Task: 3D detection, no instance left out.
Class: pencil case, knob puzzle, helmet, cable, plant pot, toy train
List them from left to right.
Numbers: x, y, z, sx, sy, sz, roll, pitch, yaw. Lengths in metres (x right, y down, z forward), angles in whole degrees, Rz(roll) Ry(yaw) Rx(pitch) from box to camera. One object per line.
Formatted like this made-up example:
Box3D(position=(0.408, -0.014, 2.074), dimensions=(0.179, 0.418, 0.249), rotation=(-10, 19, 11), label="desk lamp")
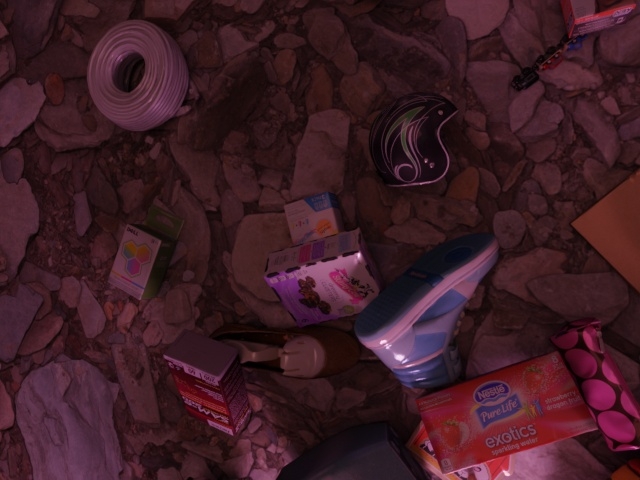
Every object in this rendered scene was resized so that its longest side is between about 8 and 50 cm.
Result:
Box3D(position=(-0.444, -0.394, 1.044), dimensions=(0.257, 0.089, 0.257), rotation=(-24, 82, 16), label="cable")
Box3D(position=(0.075, 0.486, 0.793), dimensions=(0.252, 0.247, 0.248), rotation=(-39, 78, -1), label="plant pot")
Box3D(position=(0.175, -0.191, 0.806), dimensions=(0.169, 0.169, 0.162), rotation=(-6, 104, 17), label="helmet")
Box3D(position=(0.283, 0.384, 0.829), dimensions=(0.213, 0.030, 0.213), rotation=(-1, 88, 18), label="knob puzzle")
Box3D(position=(0.427, -0.336, 0.798), dimensions=(0.158, 0.027, 0.036), rotation=(-40, 80, 13), label="toy train")
Box3D(position=(0.474, 0.236, 0.720), dimensions=(0.209, 0.095, 0.098), rotation=(65, 150, 15), label="pencil case")

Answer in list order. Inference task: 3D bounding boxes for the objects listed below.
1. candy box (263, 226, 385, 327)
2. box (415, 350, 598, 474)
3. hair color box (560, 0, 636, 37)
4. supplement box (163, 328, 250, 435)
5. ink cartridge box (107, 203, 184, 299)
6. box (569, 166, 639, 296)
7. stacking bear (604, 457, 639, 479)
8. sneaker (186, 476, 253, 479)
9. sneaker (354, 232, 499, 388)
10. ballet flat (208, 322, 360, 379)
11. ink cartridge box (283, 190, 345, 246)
Box3D(position=(0.014, 0.079, 0.853), dimensions=(0.196, 0.070, 0.165), rotation=(-17, 127, 17), label="candy box")
Box3D(position=(0.312, 0.297, 0.754), dimensions=(0.256, 0.122, 0.128), rotation=(-24, 67, 13), label="box")
Box3D(position=(0.474, -0.453, 0.757), dimensions=(0.093, 0.053, 0.167), rotation=(-9, 76, 17), label="hair color box")
Box3D(position=(-0.230, 0.302, 0.903), dimensions=(0.130, 0.073, 0.240), rotation=(15, 134, 18), label="supplement box")
Box3D(position=(-0.422, 0.025, 1.043), dimensions=(0.109, 0.062, 0.209), rotation=(24, 96, 17), label="ink cartridge box")
Box3D(position=(0.573, -0.009, 0.748), dimensions=(0.164, 0.021, 0.201), rotation=(-42, 78, 13), label="box")
Box3D(position=(0.537, 0.424, 0.687), dimensions=(0.175, 0.164, 0.289), rotation=(29, 93, 16), label="stacking bear")
Box3D(position=(-0.170, 0.700, 0.920), dimensions=(0.182, 0.158, 0.411), rotation=(-15, 89, -1), label="sneaker")
Box3D(position=(0.236, 0.143, 0.815), dimensions=(0.319, 0.127, 0.208), rotation=(-36, 107, -6), label="sneaker")
Box3D(position=(-0.094, 0.232, 0.902), dimensions=(0.342, 0.124, 0.116), rotation=(4, 89, 17), label="ballet flat")
Box3D(position=(0.000, 0.000, 0.909), dimensions=(0.104, 0.061, 0.181), rotation=(-17, 84, 17), label="ink cartridge box")
